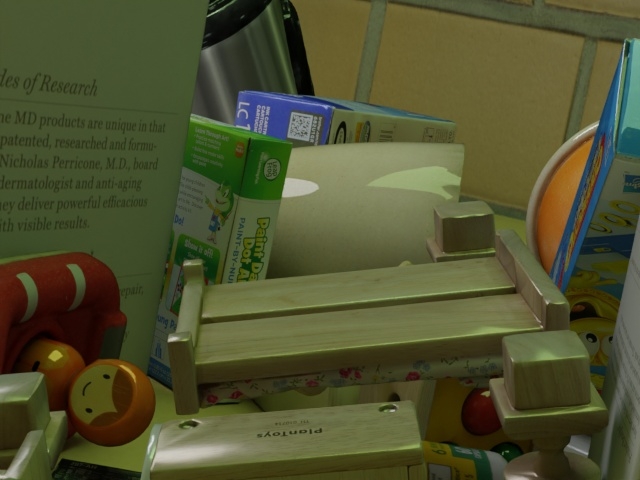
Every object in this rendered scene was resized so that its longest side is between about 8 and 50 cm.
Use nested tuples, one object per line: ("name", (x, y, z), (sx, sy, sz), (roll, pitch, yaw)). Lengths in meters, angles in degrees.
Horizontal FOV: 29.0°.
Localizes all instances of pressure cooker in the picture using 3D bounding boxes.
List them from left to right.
("pressure cooker", (-0.202, -0.205, 1.955), (0.376, 0.420, 0.370), (4, 37, 30))

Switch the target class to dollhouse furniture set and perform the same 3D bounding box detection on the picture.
("dollhouse furniture set", (-0.026, 0.115, 0.649), (0.303, 0.173, 0.355), (-5, 16, 0))

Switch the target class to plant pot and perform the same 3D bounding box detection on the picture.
("plant pot", (0.000, 0.000, 1.344), (0.274, 0.256, 0.256), (9, 9, 3))

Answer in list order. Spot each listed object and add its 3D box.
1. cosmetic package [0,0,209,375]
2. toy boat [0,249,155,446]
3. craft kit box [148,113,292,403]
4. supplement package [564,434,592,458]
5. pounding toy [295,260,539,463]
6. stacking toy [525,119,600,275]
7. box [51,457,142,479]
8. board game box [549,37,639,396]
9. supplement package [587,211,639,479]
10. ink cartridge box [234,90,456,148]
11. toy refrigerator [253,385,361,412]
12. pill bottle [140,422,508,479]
("cosmetic package", (-0.335, -0.086, 1.037), (0.330, 0.393, 0.327), (14, 9, 28))
("toy boat", (-0.184, 0.096, 0.850), (0.151, 0.151, 0.231), (17, 11, 18))
("craft kit box", (-0.141, 0.001, 1.188), (0.061, 0.246, 0.250), (2, 13, -39))
("supplement package", (0.242, 0.194, 0.856), (0.179, 0.105, 0.105), (2, 13, -43))
("pounding toy", (0.075, 0.113, 0.929), (0.206, 0.181, 0.094), (5, 10, -29))
("stacking toy", (0.423, 0.060, 1.526), (0.351, 0.350, 0.480), (11, 25, 7))
("box", (-0.142, 0.172, 0.831), (0.083, 0.018, 0.067), (10, 9, -2))
("board game box", (0.302, 0.032, 0.761), (0.308, 0.086, 0.302), (11, -32, 7))
("supplement package", (0.213, 0.136, 0.566), (0.175, 0.292, 0.177), (11, 9, 7))
("ink cartridge box", (0.009, -0.048, 1.598), (0.151, 0.269, 0.395), (13, 9, 30))
("toy refrigerator", (0.003, 0.120, 1.110), (0.102, 0.094, 0.269), (-1, 11, -22))
("pill bottle", (0.000, 0.165, 0.715), (0.209, 0.117, 0.117), (9, 9, -3))
